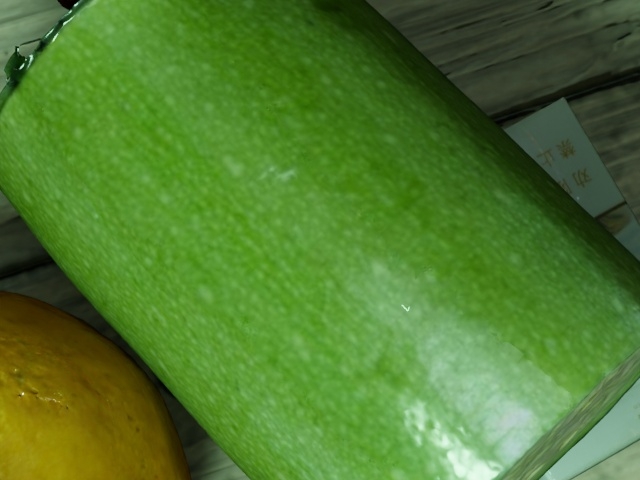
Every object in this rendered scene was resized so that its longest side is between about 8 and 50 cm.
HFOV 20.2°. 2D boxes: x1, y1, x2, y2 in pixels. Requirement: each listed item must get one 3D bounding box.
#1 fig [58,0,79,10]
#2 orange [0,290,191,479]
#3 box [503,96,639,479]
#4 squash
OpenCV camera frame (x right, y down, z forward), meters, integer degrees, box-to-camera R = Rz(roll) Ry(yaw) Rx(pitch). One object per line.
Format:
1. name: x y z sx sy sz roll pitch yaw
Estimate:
1. fig: -0.098 -0.217 1.251 0.146 0.201 0.133 40 122 27
2. orange: -0.217 0.166 1.095 0.284 0.226 0.284 2 73 -6
3. box: 0.160 0.038 1.249 0.149 0.067 0.233 -28 84 -8
4. squash: 0.000 0.000 1.101 0.263 0.263 0.384 -42 78 -11
